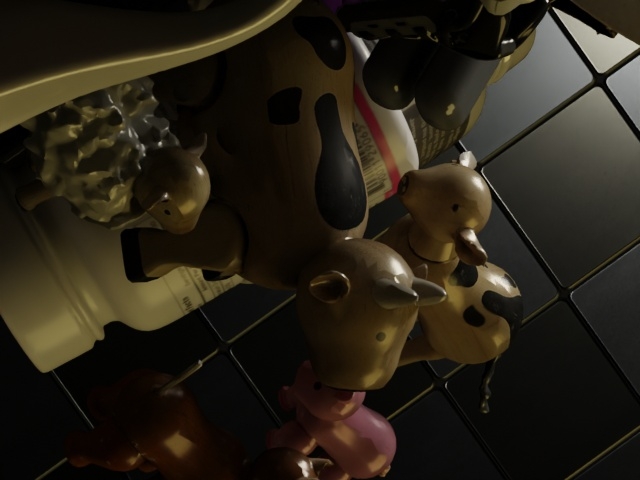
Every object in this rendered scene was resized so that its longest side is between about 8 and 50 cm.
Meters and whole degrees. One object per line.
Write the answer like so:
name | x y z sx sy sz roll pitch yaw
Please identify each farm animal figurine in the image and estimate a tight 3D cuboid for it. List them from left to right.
farm animal figurine | 0.000 0.000 1.066 0.172 0.327 0.330 -13 -169 35

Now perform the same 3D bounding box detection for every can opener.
can opener | 0.114 -0.206 1.174 0.283 0.076 0.095 -59 155 -16

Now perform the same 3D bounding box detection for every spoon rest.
spoon rest | -0.092 -0.086 0.773 0.276 0.084 0.137 -36 -179 4

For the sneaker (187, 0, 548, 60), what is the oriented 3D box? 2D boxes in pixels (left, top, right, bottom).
sneaker | 0.048 -0.152 1.095 0.293 0.146 0.102 -35 -179 36

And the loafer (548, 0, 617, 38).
loafer | 0.172 -0.223 1.621 0.080 0.220 0.078 -165 -91 -82

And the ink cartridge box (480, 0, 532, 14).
ink cartridge box | 0.134 -0.219 0.847 0.223 0.129 0.307 -36 180 5

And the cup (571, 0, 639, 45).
cup | 0.342 -0.297 1.531 0.331 0.331 0.237 -37 158 -57

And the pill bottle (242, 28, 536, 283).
pill bottle | 0.016 -0.119 1.491 0.318 0.176 0.176 -36 -179 -28

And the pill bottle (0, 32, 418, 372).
pill bottle | -0.093 -0.041 1.260 0.283 0.160 0.160 -30 180 -5
